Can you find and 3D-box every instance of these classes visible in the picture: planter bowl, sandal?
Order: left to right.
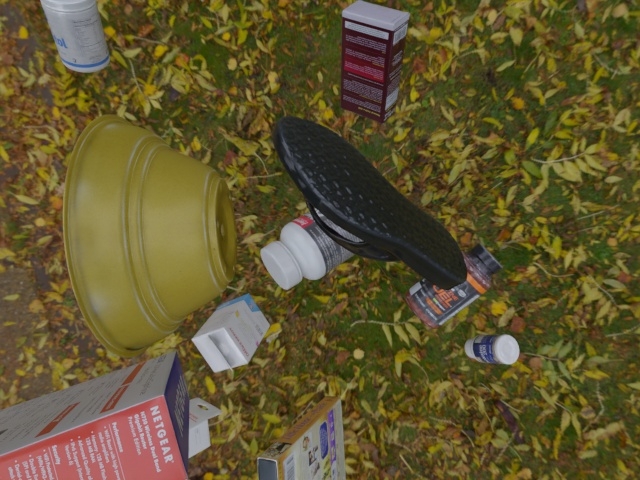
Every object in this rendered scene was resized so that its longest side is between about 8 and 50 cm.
[{"bbox_3d":[-0.130,-0.007,0.377,0.091,0.217,0.217,-4,89,-1],"label":"planter bowl"},{"bbox_3d":[0.082,-0.028,0.681,0.446,0.167,0.107,34,130,-28],"label":"sandal"}]

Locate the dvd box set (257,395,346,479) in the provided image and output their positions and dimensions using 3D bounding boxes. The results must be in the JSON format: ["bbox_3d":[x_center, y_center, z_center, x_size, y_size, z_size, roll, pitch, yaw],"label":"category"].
[{"bbox_3d":[-0.035,0.675,1.171,0.062,0.420,0.307,-4,90,25],"label":"dvd box set"}]

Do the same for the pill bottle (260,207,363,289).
[{"bbox_3d":[0.000,0.000,1.139,0.319,0.176,0.176,-33,87,-23],"label":"pill bottle"}]

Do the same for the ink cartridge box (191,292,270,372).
[{"bbox_3d":[-0.186,0.195,0.841,0.090,0.143,0.092,-22,106,24],"label":"ink cartridge box"}]

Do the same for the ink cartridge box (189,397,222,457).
[{"bbox_3d":[-0.316,0.415,0.862,0.115,0.198,0.067,5,102,42],"label":"ink cartridge box"}]

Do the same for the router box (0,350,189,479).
[{"bbox_3d":[-0.312,0.234,0.465,0.301,0.335,0.082,-16,87,-18],"label":"router box"}]

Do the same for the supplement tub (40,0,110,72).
[{"bbox_3d":[-0.362,-0.315,0.605,0.071,0.107,0.070,6,54,-8],"label":"supplement tub"}]

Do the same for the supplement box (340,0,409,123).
[{"bbox_3d":[0.119,-0.407,0.947,0.130,0.239,0.073,29,57,21],"label":"supplement box"}]

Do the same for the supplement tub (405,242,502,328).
[{"bbox_3d":[0.286,0.093,0.872,0.198,0.106,0.106,-44,87,17],"label":"supplement tub"}]

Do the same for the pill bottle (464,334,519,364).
[{"bbox_3d":[0.404,0.259,0.971,0.067,0.120,0.067,5,75,-20],"label":"pill bottle"}]

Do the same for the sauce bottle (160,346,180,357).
[{"bbox_3d":[-0.414,0.324,1.087,0.042,0.128,0.042,0,92,1],"label":"sauce bottle"}]
